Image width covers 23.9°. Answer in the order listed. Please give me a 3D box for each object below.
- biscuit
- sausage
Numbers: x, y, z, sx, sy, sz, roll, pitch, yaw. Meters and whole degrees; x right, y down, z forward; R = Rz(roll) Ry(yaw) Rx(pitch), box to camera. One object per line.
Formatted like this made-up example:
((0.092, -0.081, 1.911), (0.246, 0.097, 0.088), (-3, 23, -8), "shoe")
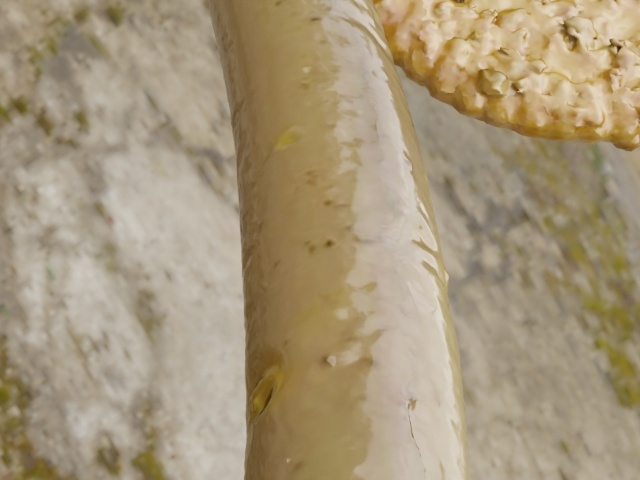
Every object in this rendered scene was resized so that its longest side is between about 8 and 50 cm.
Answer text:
((0.115, -0.156, 0.712), (0.035, 0.254, 0.254), (106, -32, -62), "biscuit")
((0.002, -0.001, 0.443), (0.066, 0.066, 0.301), (43, 26, -35), "sausage")
